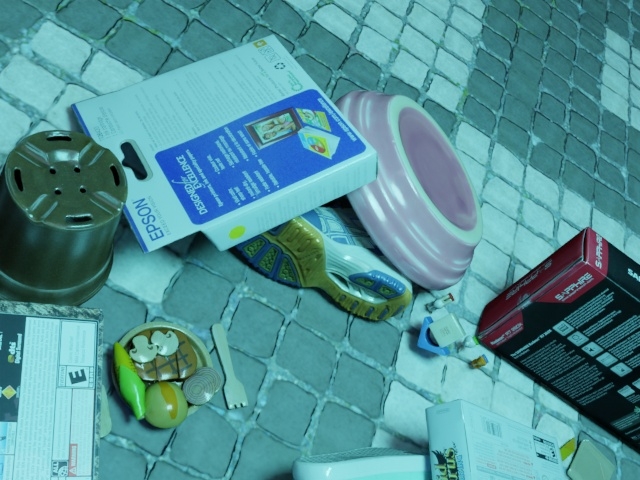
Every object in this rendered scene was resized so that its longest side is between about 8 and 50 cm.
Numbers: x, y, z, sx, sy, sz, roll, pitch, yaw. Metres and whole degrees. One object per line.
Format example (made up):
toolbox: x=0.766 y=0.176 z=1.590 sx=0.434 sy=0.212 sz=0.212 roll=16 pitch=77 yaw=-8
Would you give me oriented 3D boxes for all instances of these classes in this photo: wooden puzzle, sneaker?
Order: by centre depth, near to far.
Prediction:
sneaker: x=0.066 y=0.331 z=0.871 sx=0.256 sy=0.094 sz=0.151 roll=9 pitch=78 yaw=-41
sneaker: x=0.000 y=0.000 z=1.028 sx=0.296 sy=0.112 sz=0.131 roll=32 pitch=40 yaw=-21
wooden puzzle: x=0.410 y=0.349 z=1.104 sx=0.078 sy=0.014 sz=0.116 roll=-35 pitch=82 yaw=-36

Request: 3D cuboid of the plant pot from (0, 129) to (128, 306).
plant pot: x=-0.296 y=-0.027 z=0.813 sx=0.167 sy=0.165 sz=0.167 roll=16 pitch=55 yaw=-23

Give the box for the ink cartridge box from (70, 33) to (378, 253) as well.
ink cartridge box: x=-0.131 y=-0.128 z=0.953 sx=0.307 sy=0.072 sz=0.303 roll=-26 pitch=54 yaw=-13

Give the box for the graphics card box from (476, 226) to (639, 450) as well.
graphics card box: x=0.457 y=0.166 z=1.098 sx=0.371 sy=0.233 sz=0.094 roll=35 pitch=41 yaw=-7

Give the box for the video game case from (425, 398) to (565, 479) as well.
video game case: x=0.236 y=0.350 z=0.907 sx=0.269 sy=0.061 sz=0.244 roll=29 pitch=47 yaw=-41

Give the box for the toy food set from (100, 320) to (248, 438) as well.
toy food set: x=-0.180 y=0.153 z=0.853 sx=0.192 sy=0.038 sz=0.132 roll=-5 pitch=65 yaw=-33

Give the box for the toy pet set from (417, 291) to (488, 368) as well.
toy pet set: x=0.187 y=0.146 z=1.080 sx=0.122 sy=0.065 sz=0.114 roll=62 pitch=15 yaw=12

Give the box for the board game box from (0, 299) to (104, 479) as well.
board game box: x=-0.361 y=0.181 z=0.659 sx=0.291 sy=0.141 sz=0.232 roll=9 pitch=57 yaw=-26

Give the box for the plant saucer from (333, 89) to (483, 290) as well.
plant saucer: x=0.145 y=-0.091 z=1.091 sx=0.332 sy=0.084 sz=0.332 roll=39 pitch=35 yaw=-35
